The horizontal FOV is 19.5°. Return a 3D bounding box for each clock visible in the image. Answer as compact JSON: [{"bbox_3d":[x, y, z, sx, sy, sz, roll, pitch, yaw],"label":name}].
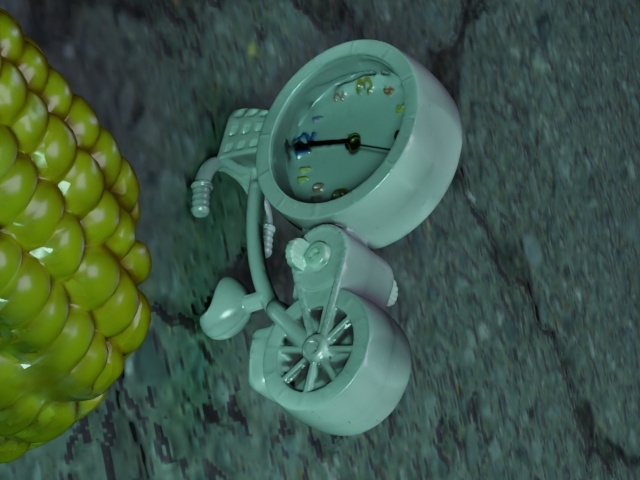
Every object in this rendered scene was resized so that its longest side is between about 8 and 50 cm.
[{"bbox_3d":[0.000,0.000,0.590,0.041,0.087,0.129,35,53,-45],"label":"clock"}]

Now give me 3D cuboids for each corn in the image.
[{"bbox_3d":[-0.132,-0.049,0.373,0.310,0.101,0.101,49,42,-41],"label":"corn"}]
